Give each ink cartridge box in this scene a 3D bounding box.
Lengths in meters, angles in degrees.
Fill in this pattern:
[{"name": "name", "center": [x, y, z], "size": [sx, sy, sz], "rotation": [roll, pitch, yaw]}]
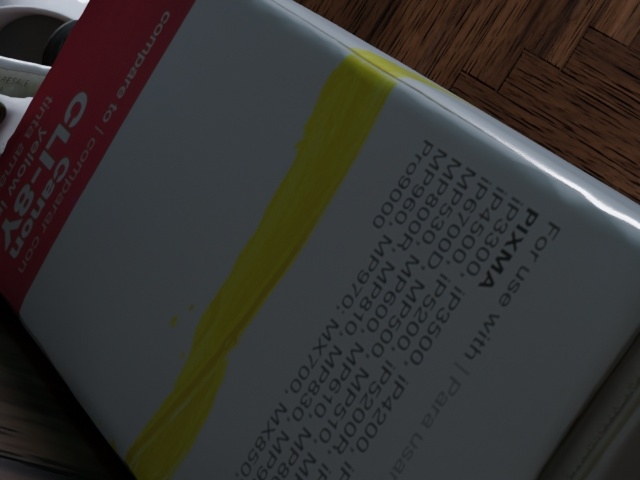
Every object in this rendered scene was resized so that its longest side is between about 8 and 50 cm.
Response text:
[{"name": "ink cartridge box", "center": [0.069, 0.055, 0.663], "size": [0.279, 0.160, 0.385], "rotation": [29, 6, -32]}]

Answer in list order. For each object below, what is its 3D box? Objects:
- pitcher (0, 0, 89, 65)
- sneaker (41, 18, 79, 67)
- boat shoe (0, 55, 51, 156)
[{"name": "pitcher", "center": [-0.202, -0.143, 1.278], "size": [0.178, 0.125, 0.207], "rotation": [22, 18, -6]}, {"name": "sneaker", "center": [-0.054, -0.051, 1.117], "size": [0.267, 0.101, 0.106], "rotation": [38, -14, 7]}, {"name": "boat shoe", "center": [-0.177, -0.070, 0.741], "size": [0.098, 0.096, 0.277], "rotation": [35, 6, 25]}]
